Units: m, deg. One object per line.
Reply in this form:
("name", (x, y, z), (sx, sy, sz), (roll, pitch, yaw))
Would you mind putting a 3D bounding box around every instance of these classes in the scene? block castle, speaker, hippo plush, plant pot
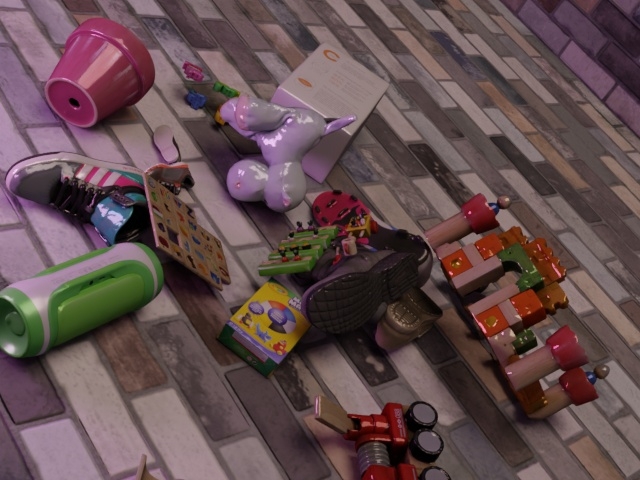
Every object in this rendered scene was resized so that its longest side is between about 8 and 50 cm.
("block castle", (0.427, 0.134, 1.998), (0.453, 0.213, 0.303), (64, 5, 35))
("speaker", (-0.409, 0.095, 1.575), (0.131, 0.131, 0.296), (45, 37, 15))
("hippo plush", (-0.094, -0.185, 2.089), (0.294, 0.236, 0.234), (10, 3, -6))
("plant pot", (-0.485, -0.346, 1.987), (0.201, 0.201, 0.180), (32, 51, -2))

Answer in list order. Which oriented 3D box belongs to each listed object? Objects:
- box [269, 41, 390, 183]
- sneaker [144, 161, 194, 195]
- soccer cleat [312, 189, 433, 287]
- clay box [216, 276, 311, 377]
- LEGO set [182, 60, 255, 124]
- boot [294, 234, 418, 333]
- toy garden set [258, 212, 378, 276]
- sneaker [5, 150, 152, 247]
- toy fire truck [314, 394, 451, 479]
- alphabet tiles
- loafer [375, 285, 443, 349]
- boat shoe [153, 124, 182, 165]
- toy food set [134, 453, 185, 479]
("box", (0.006, -0.332, 2.357), (0.215, 0.168, 0.345), (34, 36, 0))
("sneaker", (-0.323, -0.124, 1.955), (0.158, 0.061, 0.065), (-22, 69, -48))
("soccer cleat", (0.114, 0.005, 2.120), (0.331, 0.143, 0.116), (32, 66, 31))
("clay box", (-0.092, 0.158, 1.811), (0.127, 0.053, 0.222), (37, 37, 4))
("LEGO set", (-0.245, -0.332, 2.227), (0.227, 0.087, 0.093), (26, 21, -11))
("boot", (0.024, 0.084, 1.893), (0.223, 0.118, 0.338), (15, 20, 38))
("toy garden set", (0.000, 0.000, 1.922), (0.204, 0.049, 0.244), (-7, 16, 17))
("sneaker", (-0.433, -0.065, 1.756), (0.296, 0.123, 0.178), (3, 36, -37))
("toy fire truck", (0.093, 0.375, 1.641), (0.246, 0.158, 0.217), (8, 42, -14))
("alphabet tiles", (-0.257, -0.008, 1.815), (0.237, 0.009, 0.198), (41, 22, -47))
("loafer", (0.180, 0.167, 1.986), (0.102, 0.092, 0.268), (47, 22, 14))
("boat shoe", (-0.336, -0.208, 2.058), (0.046, 0.038, 0.125), (-27, 51, -4))
("toy food set", (-0.152, 0.461, 1.380), (0.306, 0.092, 0.219), (24, 37, -13))
